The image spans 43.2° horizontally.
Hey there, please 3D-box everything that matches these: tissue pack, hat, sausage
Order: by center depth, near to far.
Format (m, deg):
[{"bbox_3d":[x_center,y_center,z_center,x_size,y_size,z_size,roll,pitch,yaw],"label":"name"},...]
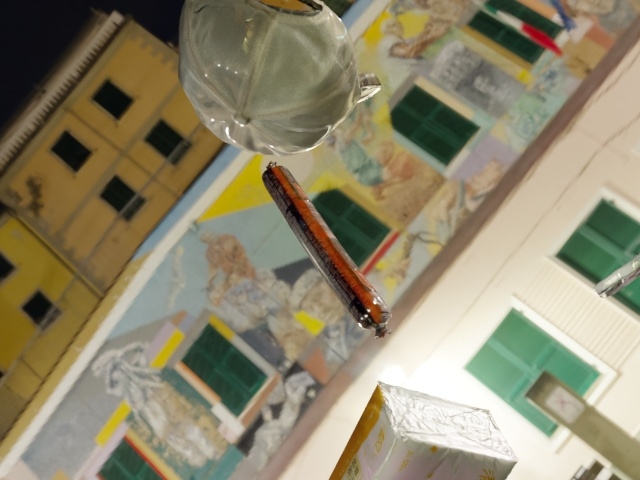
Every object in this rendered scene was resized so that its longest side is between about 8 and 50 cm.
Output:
[{"bbox_3d":[0.000,0.000,0.580,0.028,0.198,0.025,18,-63,-42],"label":"sausage"},{"bbox_3d":[-0.063,-0.172,0.883,0.161,0.232,0.275,-60,3,-4],"label":"hat"},{"bbox_3d":[0.121,0.326,1.084,0.185,0.124,0.225,16,-67,-19],"label":"tissue pack"}]

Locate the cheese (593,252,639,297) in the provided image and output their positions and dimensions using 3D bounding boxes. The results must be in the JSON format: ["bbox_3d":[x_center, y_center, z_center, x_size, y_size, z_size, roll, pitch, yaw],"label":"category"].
[{"bbox_3d":[0.359,-0.016,0.768,0.227,0.064,0.137,-40,-28,12],"label":"cheese"}]
